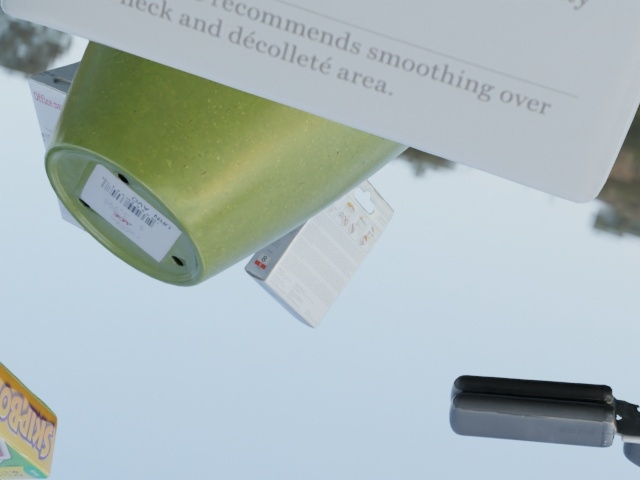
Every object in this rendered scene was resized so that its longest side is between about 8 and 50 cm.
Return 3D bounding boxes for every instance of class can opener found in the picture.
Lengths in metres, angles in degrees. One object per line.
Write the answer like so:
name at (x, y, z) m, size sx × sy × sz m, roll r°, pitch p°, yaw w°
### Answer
can opener at (0.271, 0.198, 1.802) m, size 0.283 × 0.095 × 0.076 m, roll 4°, pitch -155°, yaw 5°

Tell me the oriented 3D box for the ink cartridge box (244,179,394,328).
ink cartridge box at (0.000, 0.000, 2.144) m, size 0.045 × 0.179 × 0.145 m, roll 26°, pitch 168°, yaw 35°

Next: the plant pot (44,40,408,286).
plant pot at (-0.050, -0.120, 1.245) m, size 0.275 × 0.293 × 0.275 m, roll 31°, pitch 154°, yaw 17°

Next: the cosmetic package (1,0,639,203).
cosmetic package at (0.067, -0.298, 0.912) m, size 0.329 × 0.393 × 0.327 m, roll 20°, pitch -145°, yaw 3°

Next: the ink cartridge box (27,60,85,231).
ink cartridge box at (-0.192, -0.077, 1.520) m, size 0.056 × 0.135 × 0.099 m, roll -23°, pitch -154°, yaw -27°

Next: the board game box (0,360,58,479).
board game box at (-0.245, 0.062, 0.688) m, size 0.259 × 0.039 × 0.124 m, roll 0°, pitch 156°, yaw 13°
